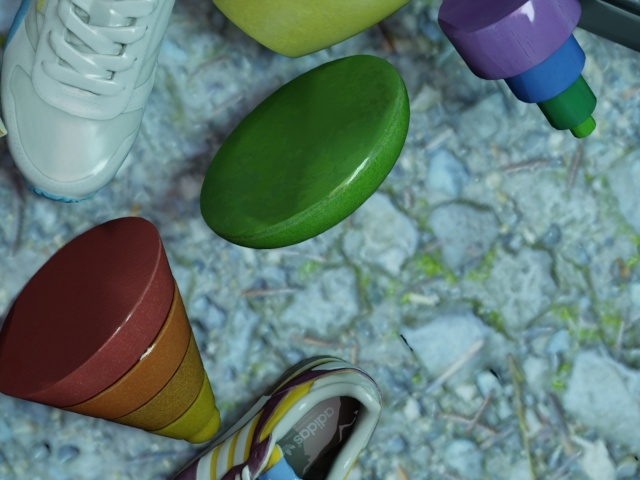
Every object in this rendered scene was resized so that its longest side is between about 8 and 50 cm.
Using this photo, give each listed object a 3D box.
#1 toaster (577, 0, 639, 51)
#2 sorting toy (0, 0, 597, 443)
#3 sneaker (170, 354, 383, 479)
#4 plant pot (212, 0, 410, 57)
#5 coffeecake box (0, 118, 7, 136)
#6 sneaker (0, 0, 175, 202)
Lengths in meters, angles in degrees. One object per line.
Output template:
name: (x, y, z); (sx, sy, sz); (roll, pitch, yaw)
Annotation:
toaster: (0.216, -0.188, 0.783); (0.185, 0.110, 0.168); (20, 89, -10)
sorting toy: (0.000, 0.000, 0.746); (0.365, 0.127, 0.126); (-35, 121, 9)
sneaker: (-0.039, 0.141, 0.768); (0.069, 0.084, 0.185); (40, 86, -8)
plant pot: (-0.009, -0.157, 0.751); (0.134, 0.134, 0.095); (37, 111, -9)
coffeecake box: (-0.228, -0.121, 0.661); (0.068, 0.185, 0.142); (-27, 80, -5)
sneaker: (-0.119, -0.132, 0.741); (0.087, 0.092, 0.229); (15, 91, -11)
